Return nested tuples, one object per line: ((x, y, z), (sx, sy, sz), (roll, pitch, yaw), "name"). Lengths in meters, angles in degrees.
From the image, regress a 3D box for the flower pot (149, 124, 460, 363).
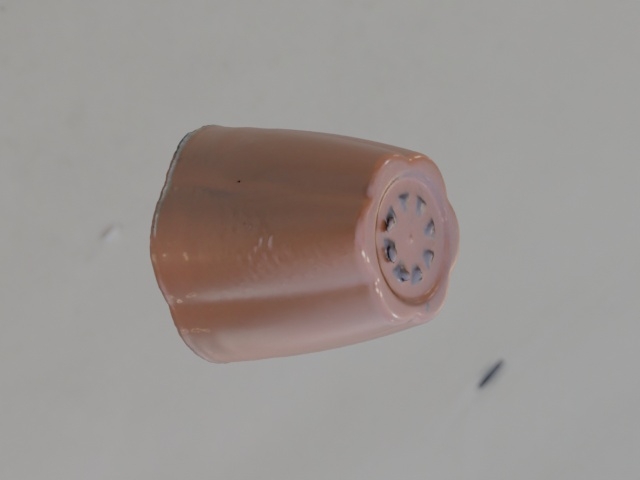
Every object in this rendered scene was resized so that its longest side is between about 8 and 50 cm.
((0.000, 0.000, 1.458), (0.191, 0.173, 0.190), (4, 85, -55), "flower pot")
